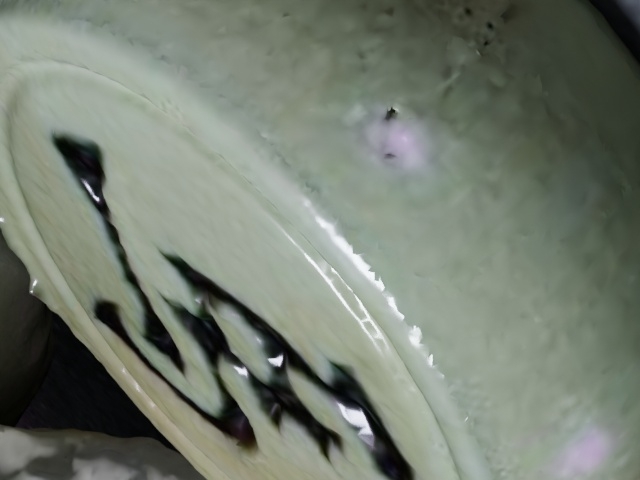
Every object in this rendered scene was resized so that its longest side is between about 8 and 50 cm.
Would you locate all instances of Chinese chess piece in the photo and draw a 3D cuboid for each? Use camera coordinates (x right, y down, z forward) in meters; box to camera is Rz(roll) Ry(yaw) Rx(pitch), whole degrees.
[{"bbox_3d":[0.000,0.000,0.500,0.250,0.101,0.250,36,152,23],"label":"Chinese chess piece"}]

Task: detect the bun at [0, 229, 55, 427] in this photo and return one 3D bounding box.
[{"bbox_3d":[-0.209,0.020,0.813,0.178,0.128,0.193,41,141,12],"label":"bun"}]

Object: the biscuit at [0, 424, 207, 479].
[{"bbox_3d":[-0.157,0.184,0.809,0.429,0.104,0.446,5,151,1],"label":"biscuit"}]
